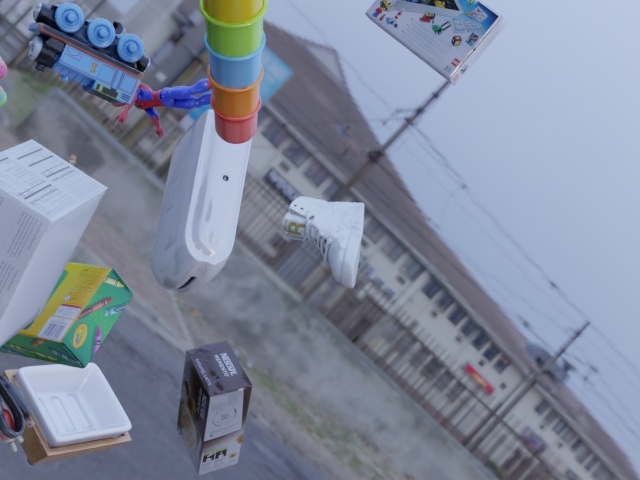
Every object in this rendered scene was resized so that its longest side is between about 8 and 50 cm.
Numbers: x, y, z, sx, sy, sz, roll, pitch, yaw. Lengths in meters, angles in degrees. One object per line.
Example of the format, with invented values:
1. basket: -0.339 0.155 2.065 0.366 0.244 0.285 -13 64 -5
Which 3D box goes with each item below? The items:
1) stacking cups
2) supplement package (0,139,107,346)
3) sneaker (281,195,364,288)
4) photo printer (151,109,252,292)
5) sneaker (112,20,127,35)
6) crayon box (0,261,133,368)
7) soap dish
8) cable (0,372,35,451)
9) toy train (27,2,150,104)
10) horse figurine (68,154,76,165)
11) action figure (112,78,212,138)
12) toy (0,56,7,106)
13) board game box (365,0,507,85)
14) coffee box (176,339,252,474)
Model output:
1. stacking cups: -0.120 -0.251 1.346 0.096 0.096 0.316 42 -30 24
2. supplement package: -0.469 0.010 1.463 0.145 0.262 0.204 33 20 0
3. sneaker: 0.000 0.000 1.978 0.169 0.108 0.292 8 25 -1
4. photo printer: -0.224 -0.059 1.792 0.107 0.307 0.256 15 -19 -20
5. sneaker: -0.482 -0.423 2.058 0.063 0.170 0.074 25 -53 56
6. crayon box: -0.491 0.120 1.731 0.278 0.165 0.081 5 -39 32
7. soap dish: -0.604 0.406 2.301 0.229 0.118 0.291 55 20 20
8. cable: -0.651 0.285 1.909 0.287 0.072 0.139 60 8 -17
9. toy train: -0.341 -0.274 1.428 0.184 0.105 0.080 23 -3 -31
10. horse figurine: -0.542 -0.075 1.925 0.066 0.174 0.263 21 13 10
11. action figure: -0.316 -0.271 2.043 0.280 0.139 0.091 3 -29 14
12. toy: -0.625 -0.305 1.834 0.056 0.137 0.237 20 -13 -4
13. board game box: 0.277 -0.540 2.376 0.305 0.193 0.053 45 8 27
14. coffee box: -0.227 0.352 2.052 0.141 0.098 0.246 54 -37 40
